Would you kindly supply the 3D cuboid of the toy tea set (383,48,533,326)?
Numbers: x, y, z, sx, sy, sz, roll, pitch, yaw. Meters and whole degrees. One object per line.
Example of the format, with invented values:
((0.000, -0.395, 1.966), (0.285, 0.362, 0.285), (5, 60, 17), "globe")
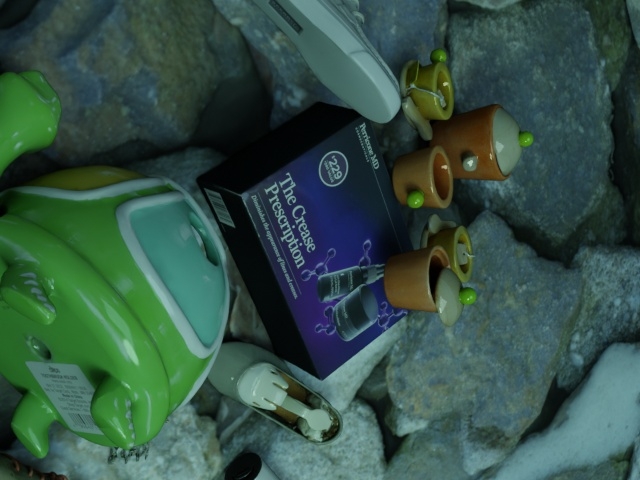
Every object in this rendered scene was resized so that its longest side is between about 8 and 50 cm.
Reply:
((0.170, -0.053, 1.099), (0.200, 0.124, 0.336), (38, 53, -54), "toy tea set")

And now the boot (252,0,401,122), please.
((0.019, -0.254, 0.989), (0.258, 0.095, 0.123), (47, 70, -11), "boot")

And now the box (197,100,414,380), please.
((0.000, 0.000, 1.090), (0.184, 0.103, 0.261), (-37, 122, -25), "box")

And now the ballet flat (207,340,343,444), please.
((-0.048, 0.185, 1.131), (0.213, 0.068, 0.072), (38, 81, -37), "ballet flat")

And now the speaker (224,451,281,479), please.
((-0.064, 0.324, 1.170), (0.055, 0.055, 0.136), (-45, 125, -16), "speaker")

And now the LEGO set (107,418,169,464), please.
((-0.204, 0.224, 1.057), (0.054, 0.023, 0.083), (37, 82, -37), "LEGO set")

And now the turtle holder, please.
((-0.228, 0.029, 0.876), (0.320, 0.243, 0.227), (43, 50, -1), "turtle holder")

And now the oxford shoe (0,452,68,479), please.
((-0.321, 0.249, 0.929), (0.130, 0.123, 0.348), (-29, 130, -30), "oxford shoe")
